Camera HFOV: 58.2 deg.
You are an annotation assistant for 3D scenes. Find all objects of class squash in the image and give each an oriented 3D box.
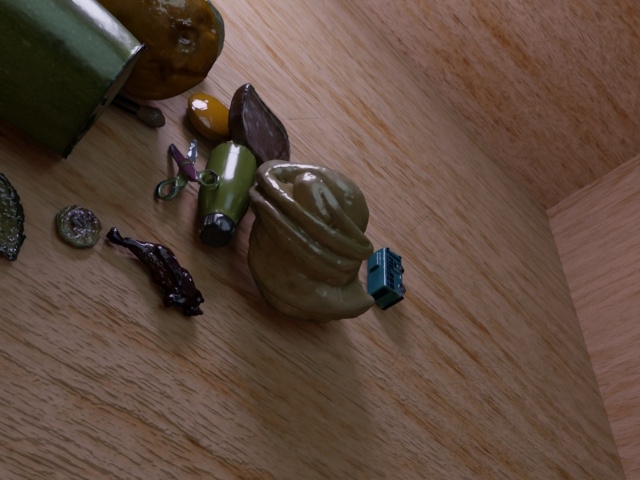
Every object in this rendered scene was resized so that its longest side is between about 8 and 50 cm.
[{"bbox_3d":[-0.503,-0.342,0.926,0.384,0.263,0.263,37,35,-26],"label":"squash"}]

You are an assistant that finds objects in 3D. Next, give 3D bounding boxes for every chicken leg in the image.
[{"bbox_3d":[-0.285,0.052,1.033,0.219,0.048,0.089,51,28,-4],"label":"chicken leg"}]

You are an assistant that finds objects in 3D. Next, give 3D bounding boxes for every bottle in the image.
[{"bbox_3d":[-0.203,-0.096,1.226,0.112,0.112,0.260,35,36,-28],"label":"bottle"}]

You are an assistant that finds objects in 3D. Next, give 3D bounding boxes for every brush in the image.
[{"bbox_3d":[-0.452,-0.303,1.177,0.299,0.039,0.042,22,40,-37],"label":"brush"}]

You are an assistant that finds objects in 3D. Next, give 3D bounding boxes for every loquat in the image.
[{"bbox_3d":[-0.354,-0.437,1.192,0.276,0.276,0.284,23,11,-41],"label":"loquat"}]

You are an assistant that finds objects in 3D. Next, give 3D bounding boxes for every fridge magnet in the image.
[{"bbox_3d":[-0.262,-0.294,1.388,0.143,0.063,0.143,36,34,-29],"label":"fridge magnet"}]

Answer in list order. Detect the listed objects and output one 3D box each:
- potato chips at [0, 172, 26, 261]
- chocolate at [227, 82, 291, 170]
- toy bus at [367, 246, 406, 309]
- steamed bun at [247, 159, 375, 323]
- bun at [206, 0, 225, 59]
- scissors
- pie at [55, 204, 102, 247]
[{"bbox_3d":[-0.537,-0.052,0.824,0.220,0.029,0.202,0,59,-56],"label":"potato chips"},{"bbox_3d":[-0.160,-0.251,1.410,0.254,0.080,0.157,49,41,-55],"label":"chocolate"},{"bbox_3d":[0.175,0.098,1.575,0.091,0.079,0.160,36,37,-25],"label":"toy bus"},{"bbox_3d":[-0.003,-0.003,1.235,0.324,0.230,0.372,-7,86,-60],"label":"steamed bun"},{"bbox_3d":[-0.338,-0.508,1.419,0.126,0.204,0.212,37,-9,19],"label":"bun"},{"bbox_3d":[-0.283,-0.153,1.206,0.020,0.133,0.187,83,-8,-45],"label":"scissors"},{"bbox_3d":[-0.408,-0.024,0.970,0.084,0.020,0.084,34,36,-29],"label":"pie"}]
